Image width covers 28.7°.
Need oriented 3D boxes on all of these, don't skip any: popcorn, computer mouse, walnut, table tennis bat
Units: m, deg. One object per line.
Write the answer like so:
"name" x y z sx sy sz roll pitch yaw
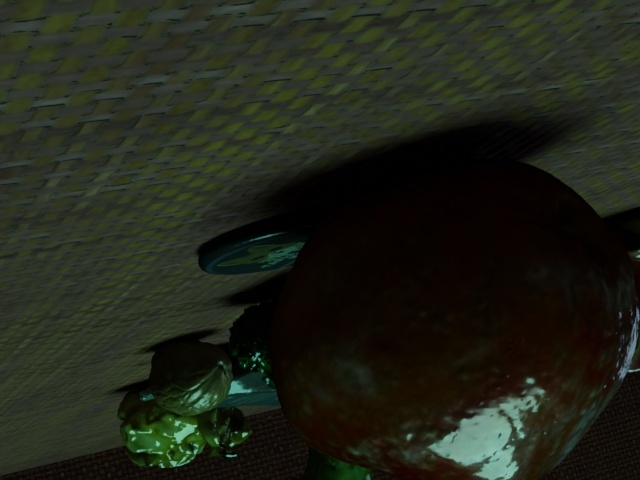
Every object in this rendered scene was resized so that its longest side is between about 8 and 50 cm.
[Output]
"popcorn" -0.222 0.280 1.991 0.195 0.174 0.168 -11 152 37
"computer mouse" -0.103 0.193 1.831 0.379 0.090 0.167 0 162 -39
"walnut" -0.168 0.173 1.593 0.124 0.105 0.105 -9 176 39
"table tennis bat" 0.000 0.000 1.101 0.236 0.027 0.150 -3 164 -42

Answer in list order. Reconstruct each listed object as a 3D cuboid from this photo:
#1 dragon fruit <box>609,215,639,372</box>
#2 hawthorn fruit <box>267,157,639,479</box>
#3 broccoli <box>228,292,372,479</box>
"dragon fruit" 0.357 0.074 1.616 0.290 0.189 0.290 -9 176 -1
"hawthorn fruit" 0.104 0.064 0.972 0.284 0.284 0.284 -15 170 -3
"broccoli" 0.029 0.169 1.373 0.297 0.297 0.297 21 177 1
